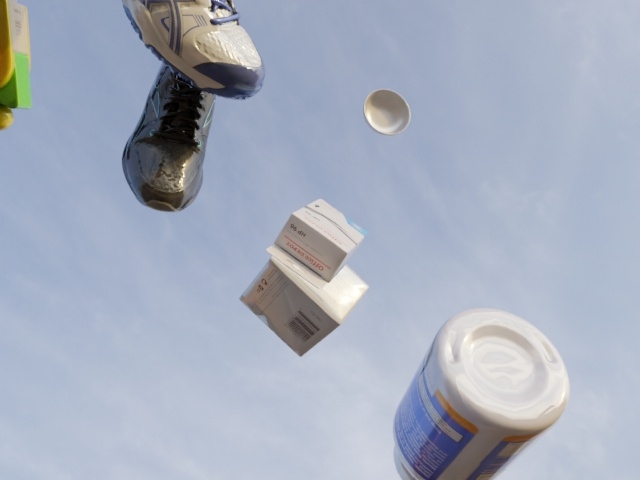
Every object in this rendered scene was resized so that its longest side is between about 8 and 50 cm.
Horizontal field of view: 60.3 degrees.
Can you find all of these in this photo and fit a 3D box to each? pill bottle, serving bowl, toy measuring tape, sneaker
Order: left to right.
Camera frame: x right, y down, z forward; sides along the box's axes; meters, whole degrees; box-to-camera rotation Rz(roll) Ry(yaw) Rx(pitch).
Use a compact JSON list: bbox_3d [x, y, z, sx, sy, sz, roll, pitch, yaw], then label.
[{"bbox_3d":[-0.484,-0.323,0.779,0.121,0.121,0.330,0,-78,-8],"label":"toy measuring tape"},{"bbox_3d":[-0.183,-0.159,0.686,0.101,0.267,0.106,10,-34,-19],"label":"sneaker"},{"bbox_3d":[-0.149,-0.288,0.578,0.131,0.112,0.296,-34,-77,33],"label":"sneaker"},{"bbox_3d":[0.108,-0.211,0.928,0.083,0.083,0.027,8,-15,-14],"label":"serving bowl"},{"bbox_3d":[0.175,0.219,0.683,0.152,0.152,0.272,2,-42,-10],"label":"pill bottle"}]

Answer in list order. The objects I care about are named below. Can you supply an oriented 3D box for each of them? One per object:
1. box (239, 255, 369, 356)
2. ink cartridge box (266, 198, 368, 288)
[{"bbox_3d":[-0.036,0.104,1.089,0.182,0.119,0.181,43,-42,2],"label":"box"},{"bbox_3d":[0.000,0.000,0.394,0.048,0.083,0.028,35,-69,6],"label":"ink cartridge box"}]
